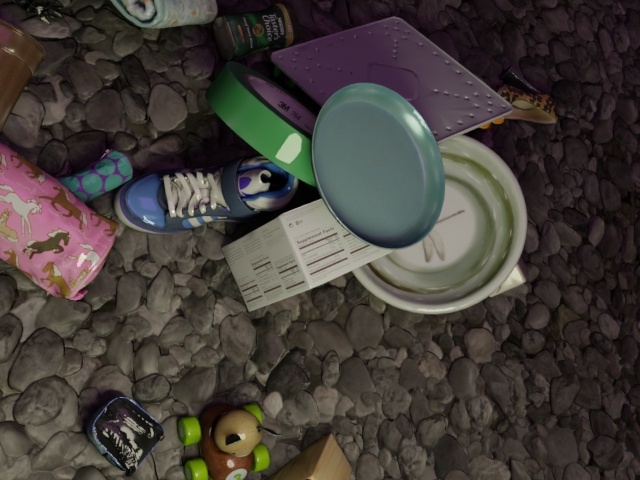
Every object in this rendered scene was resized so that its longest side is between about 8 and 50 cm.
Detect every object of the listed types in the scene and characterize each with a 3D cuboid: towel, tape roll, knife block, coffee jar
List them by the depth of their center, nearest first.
[{"bbox_3d":[-0.010,0.460,1.587,0.275,0.242,0.088,-31,94,-32],"label":"knife block"},{"bbox_3d":[-0.358,-0.574,1.661,0.374,0.090,0.320,56,23,-6],"label":"towel"},{"bbox_3d":[-0.072,-0.224,1.707,0.321,0.321,0.077,32,106,-19],"label":"tape roll"},{"bbox_3d":[-0.129,-0.446,1.851,0.184,0.079,0.096,-23,99,-32],"label":"coffee jar"}]

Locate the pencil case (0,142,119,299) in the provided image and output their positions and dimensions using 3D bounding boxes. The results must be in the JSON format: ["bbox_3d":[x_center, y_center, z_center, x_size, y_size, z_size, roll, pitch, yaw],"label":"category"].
[{"bbox_3d":[-0.533,-0.053,1.479,0.386,0.167,0.160,34,42,-17],"label":"pencil case"}]

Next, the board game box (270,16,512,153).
[{"bbox_3d":[0.151,-0.325,1.882,0.390,0.050,0.390,-25,57,-33],"label":"board game box"}]

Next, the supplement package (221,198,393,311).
[{"bbox_3d":[-0.030,0.016,1.680,0.204,0.262,0.145,-23,90,-33],"label":"supplement package"}]

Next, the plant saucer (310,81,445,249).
[{"bbox_3d":[0.102,-0.134,1.611,0.317,0.043,0.318,11,72,-35],"label":"plant saucer"}]

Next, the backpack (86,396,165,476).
[{"bbox_3d":[-0.348,0.334,1.522,0.114,0.084,0.105,48,61,-14],"label":"backpack"}]

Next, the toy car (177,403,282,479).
[{"bbox_3d":[-0.148,0.364,1.566,0.155,0.188,0.149,-6,80,-30],"label":"toy car"}]

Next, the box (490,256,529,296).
[{"bbox_3d":[0.372,-0.018,1.991,0.275,0.094,0.113,63,19,0],"label":"box"}]

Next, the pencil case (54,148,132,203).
[{"bbox_3d":[-0.425,-0.111,1.608,0.151,0.064,0.070,-35,108,-31],"label":"pencil case"}]

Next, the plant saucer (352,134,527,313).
[{"bbox_3d":[0.239,-0.036,1.881,0.400,0.100,0.400,-1,79,7],"label":"plant saucer"}]

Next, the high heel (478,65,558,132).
[{"bbox_3d":[0.494,-0.304,2.153,0.186,0.093,0.261,41,52,-7],"label":"high heel"}]

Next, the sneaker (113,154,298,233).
[{"bbox_3d":[-0.200,-0.100,1.630,0.322,0.236,0.130,-3,78,-30],"label":"sneaker"}]

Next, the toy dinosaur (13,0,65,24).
[{"bbox_3d":[-0.531,-0.543,1.640,0.322,0.164,0.218,-8,61,-15],"label":"toy dinosaur"}]

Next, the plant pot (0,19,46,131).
[{"bbox_3d":[-0.587,-0.284,1.514,0.167,0.167,0.165,24,74,-22],"label":"plant pot"}]
